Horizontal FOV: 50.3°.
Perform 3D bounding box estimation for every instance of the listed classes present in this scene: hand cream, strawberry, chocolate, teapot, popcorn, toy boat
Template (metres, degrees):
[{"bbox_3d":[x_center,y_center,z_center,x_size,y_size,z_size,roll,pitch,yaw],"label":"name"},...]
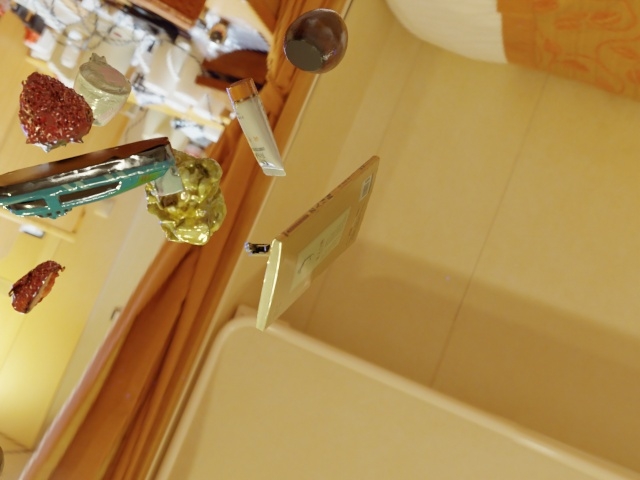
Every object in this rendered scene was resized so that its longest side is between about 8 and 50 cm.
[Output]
[{"bbox_3d":[-0.197,-0.345,2.123,0.139,0.089,0.314,9,128,57],"label":"hand cream"},{"bbox_3d":[-0.675,-0.327,1.719,0.187,0.184,0.202,-116,2,-72],"label":"strawberry"},{"bbox_3d":[-0.005,-0.517,1.761,0.176,0.177,0.177,23,173,3],"label":"chocolate"},{"bbox_3d":[-0.716,-0.468,2.138,0.221,0.178,0.163,47,-149,15],"label":"teapot"},{"bbox_3d":[-0.469,-0.162,2.444,0.292,0.294,0.334,-3,130,6],"label":"popcorn"},{"bbox_3d":[-0.768,0.114,1.839,0.082,0.188,0.121,38,-159,-4],"label":"strawberry"},{"bbox_3d":[-0.366,-0.080,1.048,0.298,0.092,0.134,-16,-157,-10],"label":"toy boat"}]

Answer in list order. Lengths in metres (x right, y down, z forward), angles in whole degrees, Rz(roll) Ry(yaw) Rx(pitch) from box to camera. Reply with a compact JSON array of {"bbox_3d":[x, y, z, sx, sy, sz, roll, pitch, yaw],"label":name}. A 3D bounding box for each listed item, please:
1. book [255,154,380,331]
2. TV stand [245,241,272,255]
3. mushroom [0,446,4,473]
[{"bbox_3d":[0.000,0.000,1.463,0.032,0.389,0.269,31,133,17],"label":"book"},{"bbox_3d":[-0.108,0.028,2.088,0.249,0.042,0.036,2,166,-26],"label":"TV stand"},{"bbox_3d":[-0.934,0.626,1.666,0.239,0.345,0.345,27,172,-37],"label":"mushroom"}]
